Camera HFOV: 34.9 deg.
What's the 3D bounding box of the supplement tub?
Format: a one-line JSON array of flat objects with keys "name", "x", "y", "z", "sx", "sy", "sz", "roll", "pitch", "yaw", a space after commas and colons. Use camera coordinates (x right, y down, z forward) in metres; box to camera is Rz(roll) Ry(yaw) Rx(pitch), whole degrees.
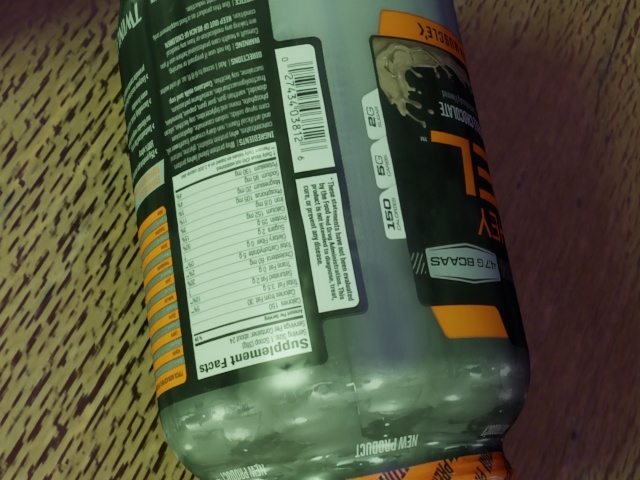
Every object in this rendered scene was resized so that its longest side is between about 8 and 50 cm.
[{"name": "supplement tub", "x": 0.000, "y": 0.000, "z": 0.584, "sx": 0.207, "sy": 0.207, "sz": 0.338, "roll": -1, "pitch": 74, "yaw": -29}]
